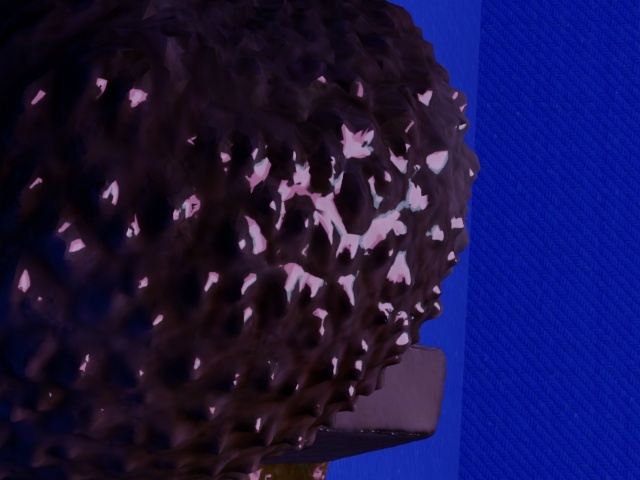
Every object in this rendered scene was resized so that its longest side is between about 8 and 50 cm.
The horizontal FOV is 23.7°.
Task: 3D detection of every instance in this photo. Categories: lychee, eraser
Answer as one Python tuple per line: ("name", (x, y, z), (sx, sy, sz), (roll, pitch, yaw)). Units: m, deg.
("lychee", (-0.073, -0.019, 0.682), (0.300, 0.300, 0.300), (1, 90, -77))
("eraser", (-0.026, 0.110, 1.081), (0.352, 0.111, 0.077), (13, 64, -58))

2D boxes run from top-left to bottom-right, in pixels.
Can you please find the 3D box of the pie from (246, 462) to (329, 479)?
("pie", (-0.048, 0.149, 1.251), (0.277, 0.078, 0.277), (-1, 90, -77))
